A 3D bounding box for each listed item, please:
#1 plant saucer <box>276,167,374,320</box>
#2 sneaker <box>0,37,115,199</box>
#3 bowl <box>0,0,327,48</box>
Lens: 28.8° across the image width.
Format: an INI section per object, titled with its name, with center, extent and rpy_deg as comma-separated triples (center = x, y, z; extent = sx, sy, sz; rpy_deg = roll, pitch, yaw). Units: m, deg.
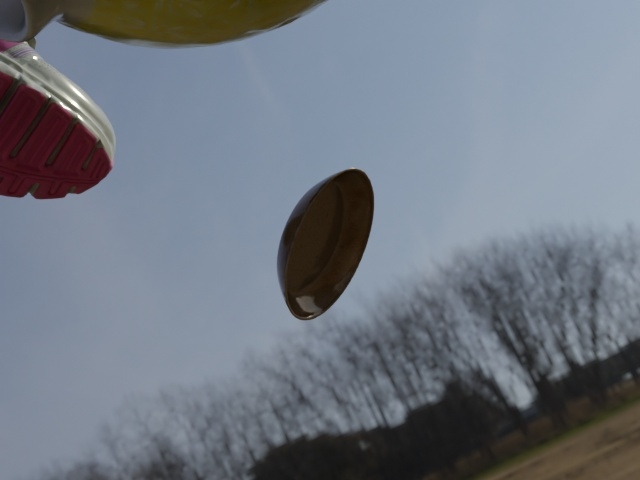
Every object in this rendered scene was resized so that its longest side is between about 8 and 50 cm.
[plant saucer]
center = 0.000, 0.000, 0.644
extent = 0.083, 0.015, 0.083
rpy_deg = -42, -36, -41
[sneaker]
center = -0.223, -0.126, 0.752
extent = 0.103, 0.252, 0.111
rpy_deg = -33, 30, 35
[bowl]
center = -0.118, -0.182, 0.554
extent = 0.156, 0.289, 0.289
rpy_deg = -48, -3, -21
